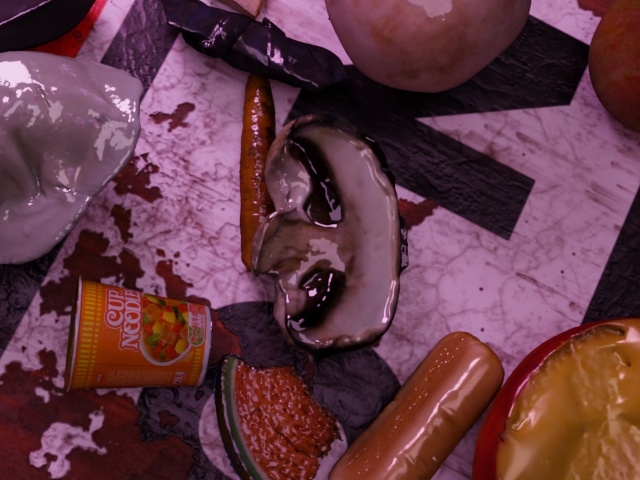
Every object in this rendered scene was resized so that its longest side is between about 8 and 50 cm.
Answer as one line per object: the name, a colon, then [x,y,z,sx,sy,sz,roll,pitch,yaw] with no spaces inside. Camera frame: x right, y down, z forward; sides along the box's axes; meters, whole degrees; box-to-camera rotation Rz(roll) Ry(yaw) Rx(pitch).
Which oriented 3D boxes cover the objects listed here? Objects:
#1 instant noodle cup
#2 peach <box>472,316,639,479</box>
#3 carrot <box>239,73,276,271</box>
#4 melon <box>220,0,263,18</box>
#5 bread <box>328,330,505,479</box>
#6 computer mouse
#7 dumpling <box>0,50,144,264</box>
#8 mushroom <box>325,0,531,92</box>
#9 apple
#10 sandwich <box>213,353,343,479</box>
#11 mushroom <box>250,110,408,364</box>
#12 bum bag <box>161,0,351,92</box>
instant noodle cup: [-0.251,0.138,1.512,0.185,0.168,0.168,7,79,-14]
peach: [0.376,0.283,1.520,0.380,0.242,0.306,-36,82,-9]
carrot: [-0.087,-0.108,1.618,0.066,0.066,0.314,1,78,-8]
melon: [-0.103,-0.438,1.683,0.098,0.054,0.182,26,77,-8]
bread: [0.143,0.266,1.549,0.305,0.142,0.091,-47,121,-13]
computer mouse: [-0.443,-0.308,1.551,0.295,0.087,0.168,-34,43,-27]
dumpling: [-0.400,-0.125,1.498,0.321,0.212,0.270,-39,92,27]
mushroom: [0.147,-0.354,1.581,0.298,0.290,0.297,0,86,-4]
apple: [0.540,-0.280,1.651,0.257,0.234,0.256,1,82,-5]
sandwich: [-0.075,0.262,1.550,0.159,0.079,0.235,-39,91,-23]
mushroom: [-0.001,-0.001,1.558,0.248,0.130,0.344,-7,81,-28]
bum bag: [-0.098,-0.292,1.625,0.310,0.137,0.074,20,121,-3]
